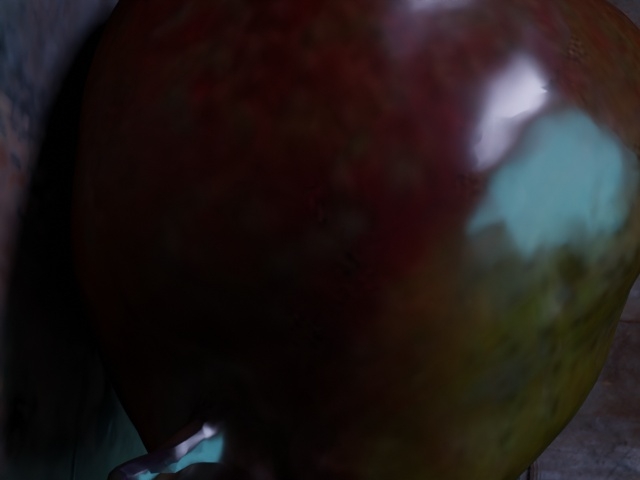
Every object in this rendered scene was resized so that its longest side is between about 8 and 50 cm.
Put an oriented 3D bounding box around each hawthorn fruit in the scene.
[{"bbox_3d":[0.000,0.000,0.503,0.248,0.208,0.208,-56,151,-36],"label":"hawthorn fruit"}]
